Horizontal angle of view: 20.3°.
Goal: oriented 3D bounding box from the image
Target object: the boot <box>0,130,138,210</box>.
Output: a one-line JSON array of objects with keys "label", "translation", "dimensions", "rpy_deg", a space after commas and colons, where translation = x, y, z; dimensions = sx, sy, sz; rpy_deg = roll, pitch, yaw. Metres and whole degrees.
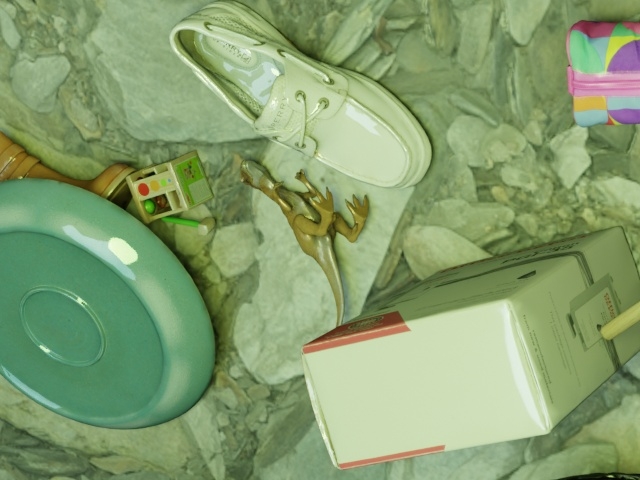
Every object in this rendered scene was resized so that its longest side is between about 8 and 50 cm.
[{"label": "boot", "translation": [-0.289, -0.058, 1.855], "dimensions": [0.197, 0.073, 0.152], "rpy_deg": [-42, 81, 29]}]

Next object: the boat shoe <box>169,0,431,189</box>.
[{"label": "boat shoe", "translation": [-0.027, -0.127, 1.679], "dimensions": [0.277, 0.096, 0.098], "rpy_deg": [32, 118, 15]}]

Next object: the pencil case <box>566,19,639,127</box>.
[{"label": "pencil case", "translation": [0.322, -0.142, 1.492], "dimensions": [0.236, 0.104, 0.104], "rpy_deg": [0, 106, 29]}]

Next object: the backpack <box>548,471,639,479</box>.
[{"label": "backpack", "translation": [0.325, 0.318, 1.544], "dimensions": [0.355, 0.290, 0.273], "rpy_deg": [23, 82, 30]}]

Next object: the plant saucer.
[{"label": "plant saucer", "translation": [-0.259, 0.080, 1.845], "dimensions": [0.317, 0.044, 0.318], "rpy_deg": [16, 130, 20]}]

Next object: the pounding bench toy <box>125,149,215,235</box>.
[{"label": "pounding bench toy", "translation": [-0.149, -0.038, 1.797], "dimensions": [0.065, 0.052, 0.083], "rpy_deg": [-17, 98, 31]}]

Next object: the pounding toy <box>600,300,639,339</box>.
[{"label": "pounding toy", "translation": [0.337, 0.072, 1.538], "dimensions": [0.154, 0.154, 0.270], "rpy_deg": [19, 133, 20]}]

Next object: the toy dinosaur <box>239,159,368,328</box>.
[{"label": "toy dinosaur", "translation": [0.000, 0.000, 1.739], "dimensions": [0.112, 0.064, 0.211], "rpy_deg": [-40, 76, 49]}]

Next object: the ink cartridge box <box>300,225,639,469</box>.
[{"label": "ink cartridge box", "translation": [0.144, 0.090, 1.555], "dimensions": [0.207, 0.283, 0.117], "rpy_deg": [-15, 95, 30]}]
